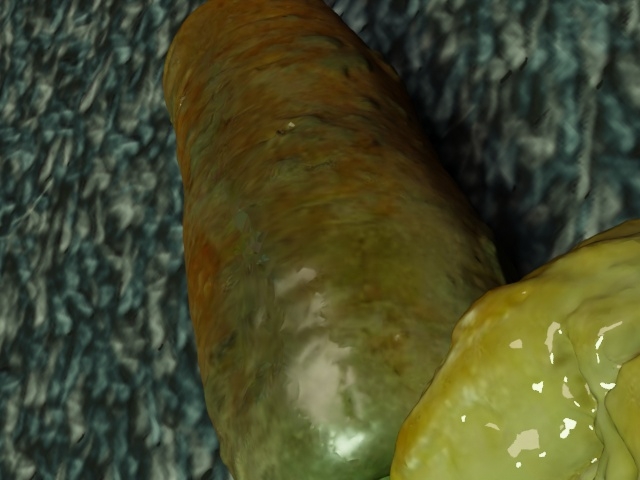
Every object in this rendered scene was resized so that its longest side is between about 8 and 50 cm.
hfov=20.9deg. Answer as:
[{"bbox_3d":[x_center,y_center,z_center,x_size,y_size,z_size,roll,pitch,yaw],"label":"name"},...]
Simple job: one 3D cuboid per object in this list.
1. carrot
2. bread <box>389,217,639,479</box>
[{"bbox_3d":[0.000,0.000,0.730,0.139,0.138,0.302,-45,39,17],"label":"carrot"},{"bbox_3d":[0.108,0.107,0.488,0.244,0.134,0.244,-4,85,54],"label":"bread"}]
